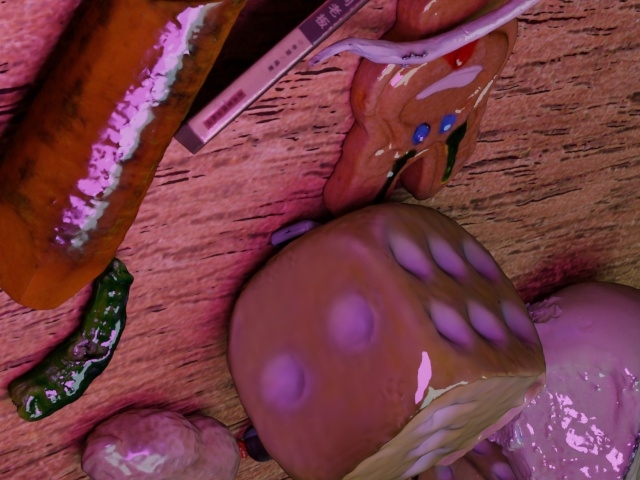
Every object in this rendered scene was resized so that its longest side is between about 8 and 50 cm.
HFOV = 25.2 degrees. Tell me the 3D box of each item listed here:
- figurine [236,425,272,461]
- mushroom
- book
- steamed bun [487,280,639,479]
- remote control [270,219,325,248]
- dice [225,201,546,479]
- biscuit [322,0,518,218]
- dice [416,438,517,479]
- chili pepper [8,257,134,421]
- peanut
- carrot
[{"bbox_3d":[-0.053,0.233,1.696,0.060,0.047,0.106,-19,175,32],"label":"figurine"},{"bbox_3d":[0.118,-0.198,1.293,0.306,0.043,0.068,-27,122,-19],"label":"mushroom"},{"bbox_3d":[-0.022,-0.156,1.167,0.231,0.026,0.161,-42,-174,-6],"label":"book"},{"bbox_3d":[0.363,0.217,2.005,0.312,0.233,0.333,3,104,-69],"label":"steamed bun"},{"bbox_3d":[0.000,0.000,1.470,0.053,0.017,0.124,-20,162,26],"label":"remote control"},{"bbox_3d":[0.065,0.111,1.449,0.233,0.226,0.238,-40,155,27],"label":"dice"},{"bbox_3d":[0.110,-0.149,1.411,0.202,0.047,0.333,-21,143,-36],"label":"biscuit"},{"bbox_3d":[0.257,0.370,2.143,0.169,0.166,0.169,-18,141,-41],"label":"dice"},{"bbox_3d":[-0.213,0.090,1.295,0.073,0.050,0.182,14,115,-50],"label":"chili pepper"},{"bbox_3d":[-0.162,0.224,1.497,0.104,0.085,0.228,-33,154,16],"label":"peanut"},{"bbox_3d":[-0.160,-0.089,1.070,0.114,0.114,0.301,3,123,-54],"label":"carrot"}]
